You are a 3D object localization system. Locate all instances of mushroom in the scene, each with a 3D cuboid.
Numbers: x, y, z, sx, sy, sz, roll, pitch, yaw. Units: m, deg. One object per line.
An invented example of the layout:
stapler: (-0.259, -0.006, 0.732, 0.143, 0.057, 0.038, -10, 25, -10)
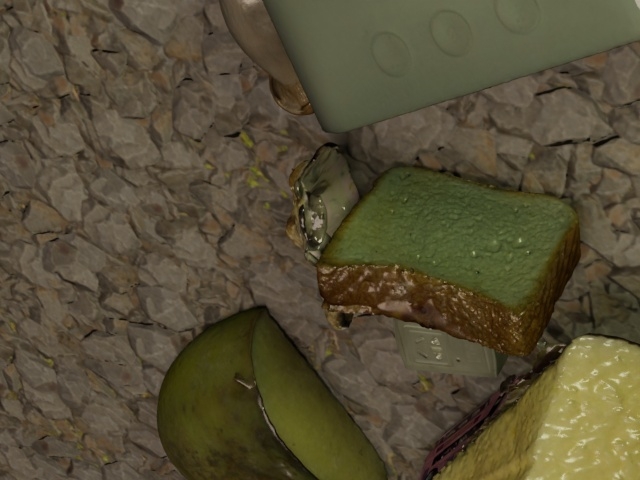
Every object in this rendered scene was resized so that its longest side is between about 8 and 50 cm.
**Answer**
mushroom: (-0.039, -0.213, 1.514, 0.097, 0.088, 0.212, -16, 123, 13)

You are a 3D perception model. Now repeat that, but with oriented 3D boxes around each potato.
potato: (-0.098, 0.234, 1.900, 0.255, 0.112, 0.269, -21, 111, 41)

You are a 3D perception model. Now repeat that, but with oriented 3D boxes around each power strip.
power strip: (0.154, 0.101, 1.684, 0.175, 0.042, 0.075, 3, 125, 29)

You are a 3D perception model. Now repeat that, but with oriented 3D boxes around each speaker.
speaker: (0.132, -0.236, 1.314, 0.406, 0.183, 0.184, -14, 112, 45)

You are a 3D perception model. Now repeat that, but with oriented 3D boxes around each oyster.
oyster: (0.000, 0.000, 1.615, 0.081, 0.163, 0.191, -9, 96, 17)

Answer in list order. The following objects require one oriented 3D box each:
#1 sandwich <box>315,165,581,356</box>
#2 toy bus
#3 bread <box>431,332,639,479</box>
sandwich: (0.125, 0.016, 1.535, 0.215, 0.186, 0.065, 15, 134, 23)
toy bus: (0.177, 0.218, 1.733, 0.063, 0.090, 0.203, 34, 136, -10)
bread: (0.297, 0.242, 1.652, 0.346, 0.242, 0.405, 15, 169, -14)
